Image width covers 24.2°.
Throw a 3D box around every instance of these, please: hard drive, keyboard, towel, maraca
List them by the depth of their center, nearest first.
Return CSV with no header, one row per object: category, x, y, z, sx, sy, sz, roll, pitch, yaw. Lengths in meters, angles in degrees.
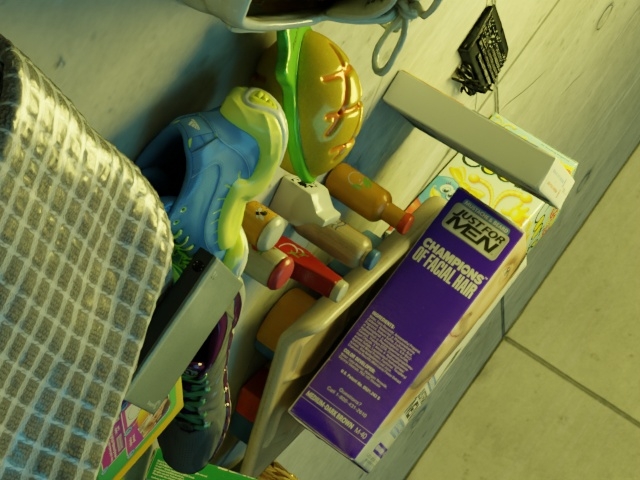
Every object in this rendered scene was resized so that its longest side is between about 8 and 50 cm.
towel,-0.202,0.050,0.876,0.235,0.121,0.284,52,52,-62
hard drive,-0.118,0.076,1.223,0.135,0.022,0.094,-56,163,-7
maraca,-0.016,-0.132,1.290,0.186,0.099,0.127,78,14,-49
keyboard,0.212,-0.221,1.876,0.100,0.038,0.192,-56,163,-1

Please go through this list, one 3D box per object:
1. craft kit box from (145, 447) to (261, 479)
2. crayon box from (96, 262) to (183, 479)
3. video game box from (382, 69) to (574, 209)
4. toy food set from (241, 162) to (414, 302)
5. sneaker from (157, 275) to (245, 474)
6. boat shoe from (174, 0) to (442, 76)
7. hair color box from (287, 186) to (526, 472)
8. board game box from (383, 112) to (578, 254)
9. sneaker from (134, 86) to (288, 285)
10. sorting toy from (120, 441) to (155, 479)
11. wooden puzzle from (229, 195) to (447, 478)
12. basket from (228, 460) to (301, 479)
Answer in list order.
craft kit box,-0.098,0.368,1.722,0.061,0.249,0.247,-72,-179,-51
crayon box,-0.200,0.119,1.256,0.165,0.081,0.278,-48,161,-27
video game box,0.185,-0.112,1.706,0.048,0.205,0.187,-58,164,1
toy food set,0.000,0.000,1.562,0.232,0.104,0.111,-23,143,-62
sneaker,-0.130,0.132,1.428,0.098,0.083,0.224,-56,156,-70
boat shoe,0.027,-0.202,1.114,0.367,0.156,0.136,-13,136,-59
hair color box,0.113,0.115,1.823,0.339,0.110,0.185,-54,166,-6
board game box,0.215,-0.020,2.073,0.275,0.142,0.144,-47,161,-30
sneaker,-0.119,-0.026,1.254,0.126,0.091,0.240,-14,138,-41
sorting toy,-0.247,0.290,1.512,0.229,0.041,0.307,-40,157,-45
wooden puzzle,0.002,0.118,1.857,0.322,0.080,0.348,-41,162,-42
basket,-0.046,0.459,1.937,0.223,0.299,0.213,-60,167,14
